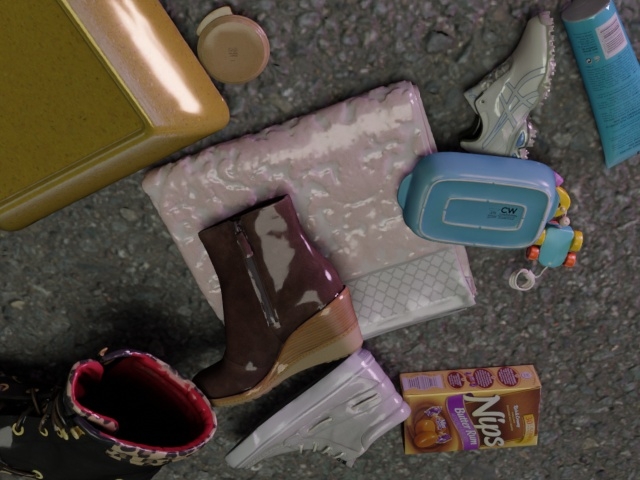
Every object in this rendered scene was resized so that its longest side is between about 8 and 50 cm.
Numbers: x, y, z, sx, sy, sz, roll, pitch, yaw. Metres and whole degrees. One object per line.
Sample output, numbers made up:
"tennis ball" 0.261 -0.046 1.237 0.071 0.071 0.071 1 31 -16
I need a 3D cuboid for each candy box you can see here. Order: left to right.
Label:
"candy box" 0.205 0.233 1.144 0.187 0.053 0.109 -5 120 0

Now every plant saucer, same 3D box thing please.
"plant saucer" -0.319 -0.173 0.861 0.333 0.081 0.332 -23 119 19

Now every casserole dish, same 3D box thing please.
"casserole dish" 0.181 -0.039 0.935 0.189 0.037 0.114 5 125 -7

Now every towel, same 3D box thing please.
"towel" 0.000 0.000 1.003 0.332 0.053 0.317 -18 119 8

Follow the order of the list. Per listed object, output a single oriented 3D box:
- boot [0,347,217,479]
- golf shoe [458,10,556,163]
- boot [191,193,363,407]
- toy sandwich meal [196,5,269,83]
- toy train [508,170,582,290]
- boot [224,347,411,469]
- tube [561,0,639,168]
"boot" -0.334 0.209 1.010 0.377 0.138 0.284 30 141 -21
"golf shoe" 0.202 -0.165 0.904 0.086 0.069 0.176 10 119 0
"boot" -0.090 0.075 0.986 0.248 0.090 0.206 -25 102 21
"toy sandwich meal" -0.096 -0.209 0.892 0.086 0.029 0.085 -3 123 -4
"toy train" 0.242 -0.026 0.999 0.125 0.046 0.166 -25 115 14
"boot" -0.004 0.262 1.112 0.258 0.095 0.123 -39 88 18
"tube" 0.325 -0.172 0.914 0.080 0.052 0.207 -23 124 17
